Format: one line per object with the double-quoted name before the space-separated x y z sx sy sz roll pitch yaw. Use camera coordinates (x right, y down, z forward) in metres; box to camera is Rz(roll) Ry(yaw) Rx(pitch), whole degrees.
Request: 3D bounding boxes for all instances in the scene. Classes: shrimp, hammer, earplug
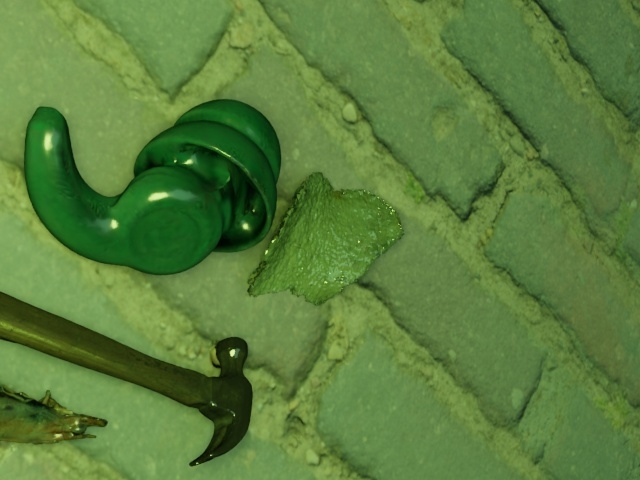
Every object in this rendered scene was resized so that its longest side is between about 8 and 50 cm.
"shrimp" -0.324 0.138 1.297 0.251 0.052 0.144 25 64 -37
"hammer" -0.248 0.112 1.338 0.440 0.044 0.168 28 46 -34
"earplug" -0.169 -0.074 1.407 0.257 0.164 0.280 32 47 6

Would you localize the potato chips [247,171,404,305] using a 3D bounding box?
"potato chips" 0.007 -0.001 1.586 0.228 0.059 0.167 7 88 -45
